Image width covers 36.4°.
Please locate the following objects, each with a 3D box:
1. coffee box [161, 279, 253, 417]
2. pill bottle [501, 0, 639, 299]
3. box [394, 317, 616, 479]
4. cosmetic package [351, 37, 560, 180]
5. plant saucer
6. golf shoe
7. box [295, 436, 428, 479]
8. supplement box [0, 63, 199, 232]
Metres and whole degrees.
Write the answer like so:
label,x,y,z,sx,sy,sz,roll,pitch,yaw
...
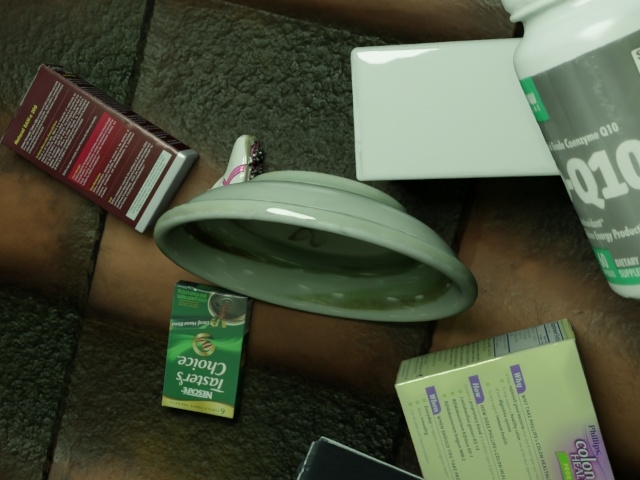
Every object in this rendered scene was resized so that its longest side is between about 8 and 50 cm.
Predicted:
label,x,y,z,sx,sy,sz,roll,pitch,yaw
coffee box,-0.163,0.157,1.399,0.113,0.040,0.184,10,100,7
pill bottle,0.317,-0.142,0.963,0.204,0.204,0.361,-24,95,12
box,0.248,0.246,1.312,0.242,0.117,0.214,-17,96,12
cosmetic package,0.276,-0.166,1.185,0.453,0.230,0.162,-1,99,10
plant saucer,0.000,0.000,1.204,0.400,0.400,0.101,10,73,7
golf shoe,-0.130,-0.059,1.347,0.085,0.067,0.186,14,101,8
box,0.115,0.587,1.238,0.479,0.297,0.472,21,121,5
supplement box,-0.308,-0.130,1.361,0.239,0.073,0.130,33,101,2
